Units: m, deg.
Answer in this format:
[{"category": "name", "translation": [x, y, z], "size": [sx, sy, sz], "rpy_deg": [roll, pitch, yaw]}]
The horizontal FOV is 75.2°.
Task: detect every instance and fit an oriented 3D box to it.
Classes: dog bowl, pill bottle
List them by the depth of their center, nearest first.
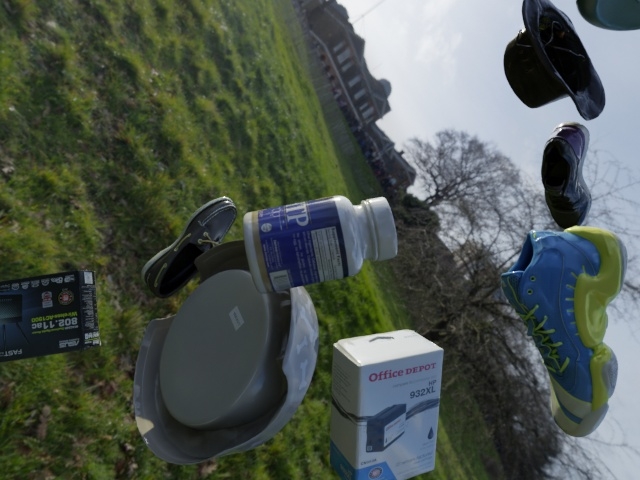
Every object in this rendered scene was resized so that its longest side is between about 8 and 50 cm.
[{"category": "pill bottle", "translation": [0.000, 0.000, 0.553], "size": [0.112, 0.187, 0.111], "rpy_deg": [169, -90, -88]}, {"category": "dog bowl", "translation": [-0.153, 0.175, 0.681], "size": [0.102, 0.349, 0.348], "rpy_deg": [37, 16, -45]}]

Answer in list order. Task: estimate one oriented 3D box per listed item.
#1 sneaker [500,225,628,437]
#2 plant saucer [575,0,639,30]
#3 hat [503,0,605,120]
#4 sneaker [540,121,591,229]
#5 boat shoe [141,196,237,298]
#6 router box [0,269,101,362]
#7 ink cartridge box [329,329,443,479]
[{"category": "sneaker", "translation": [0.269, 0.096, 0.490], "size": [0.126, 0.239, 0.091], "rpy_deg": [11, -9, 9]}, {"category": "plant saucer", "translation": [0.730, -0.556, 0.884], "size": [0.317, 0.318, 0.043], "rpy_deg": [43, 47, -69]}, {"category": "hat", "translation": [0.520, -0.410, 0.978], "size": [0.332, 0.134, 0.331], "rpy_deg": [14, 65, -33]}, {"category": "sneaker", "translation": [0.579, -0.131, 1.011], "size": [0.107, 0.124, 0.283], "rpy_deg": [12, -47, 47]}, {"category": "boat shoe", "translation": [-0.235, 0.014, 0.791], "size": [0.069, 0.227, 0.081], "rpy_deg": [33, -13, 42]}, {"category": "router box", "translation": [-0.327, 0.088, 0.482], "size": [0.038, 0.123, 0.092], "rpy_deg": [94, -13, -83]}, {"category": "ink cartridge box", "translation": [0.148, 0.384, 0.956], "size": [0.129, 0.223, 0.307], "rpy_deg": [-158, -113, -64]}]
